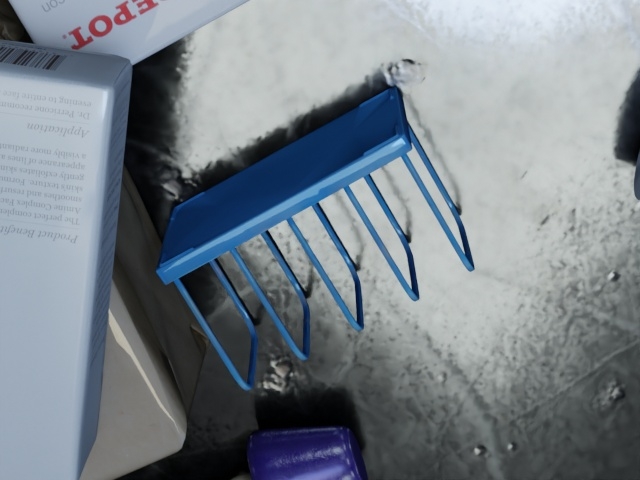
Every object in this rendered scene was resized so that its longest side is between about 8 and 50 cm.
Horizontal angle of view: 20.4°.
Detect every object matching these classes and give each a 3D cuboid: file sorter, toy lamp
[{"bbox_3d":[0.000,0.000,1.115,0.170,0.118,0.104,-29,107,9],"label":"file sorter"},{"bbox_3d":[-0.103,0.188,1.191,0.274,0.080,0.080,-20,105,6],"label":"toy lamp"}]

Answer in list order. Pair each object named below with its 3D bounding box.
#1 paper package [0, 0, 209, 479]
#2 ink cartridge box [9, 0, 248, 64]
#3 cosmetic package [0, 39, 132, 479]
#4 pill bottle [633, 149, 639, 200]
[{"bbox_3d":[-0.274,0.036,1.106,0.324,0.168,0.309,-23,104,9],"label":"paper package"},{"bbox_3d":[-0.126,-0.252,1.044,0.198,0.115,0.273,-28,104,9],"label":"ink cartridge box"},{"bbox_3d":[-0.173,0.012,0.968,0.117,0.085,0.231,9,107,0],"label":"cosmetic package"},{"bbox_3d":[0.294,-0.033,1.102,0.184,0.103,0.103,16,106,-4],"label":"pill bottle"}]
